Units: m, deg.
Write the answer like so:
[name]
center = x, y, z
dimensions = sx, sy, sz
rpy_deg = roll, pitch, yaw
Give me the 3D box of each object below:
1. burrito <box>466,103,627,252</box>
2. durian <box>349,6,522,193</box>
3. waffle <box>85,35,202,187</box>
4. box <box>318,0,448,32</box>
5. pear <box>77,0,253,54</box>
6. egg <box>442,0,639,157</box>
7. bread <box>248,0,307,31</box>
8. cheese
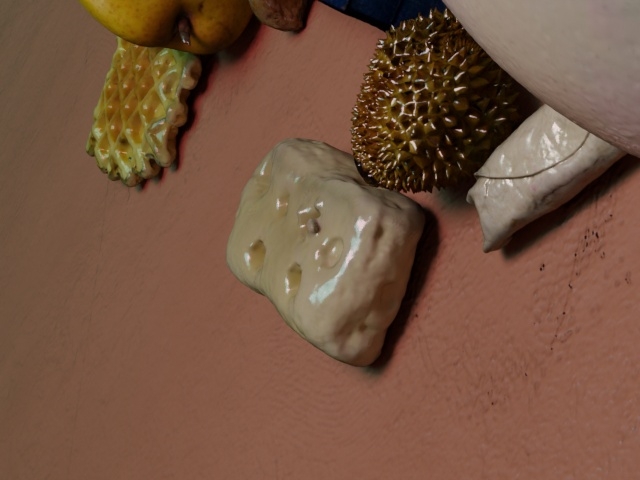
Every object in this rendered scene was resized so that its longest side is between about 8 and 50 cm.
[burrito]
center = 0.199, -0.083, 1.294
dimensions = 0.275, 0.059, 0.082
rpy_deg = -42, 54, 41
[durian]
center = 0.093, -0.112, 1.424
dimensions = 0.168, 0.137, 0.158
rpy_deg = -55, 11, 10
[waffle]
center = -0.211, -0.187, 2.067
dimensions = 0.261, 0.056, 0.250
rpy_deg = 6, 79, 59
[box]
center = 0.061, -0.346, 1.627
dimensions = 0.279, 0.116, 0.261
rpy_deg = 40, 110, 59
[pear]
center = -0.155, -0.289, 1.902
dimensions = 0.267, 0.267, 0.178
rpy_deg = -36, 75, 46
[egg]
center = 0.285, -0.182, 0.948
dimensions = 0.340, 0.354, 0.354
rpy_deg = 40, 110, 34
[bread]
center = -0.041, -0.283, 1.805
dimensions = 0.113, 0.082, 0.060
rpy_deg = -62, 27, 9
[cheese]
center = -0.002, -0.001, 1.556
dimensions = 0.159, 0.093, 0.263
rpy_deg = -65, 29, 9
